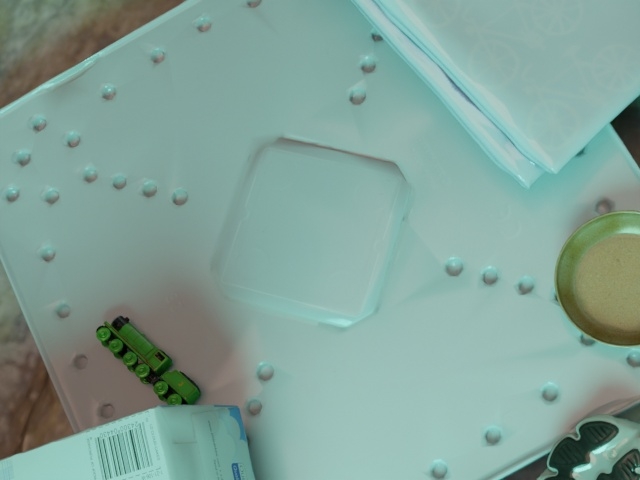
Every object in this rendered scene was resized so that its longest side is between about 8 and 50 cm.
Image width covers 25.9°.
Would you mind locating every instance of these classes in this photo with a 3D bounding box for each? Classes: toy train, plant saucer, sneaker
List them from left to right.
[{"bbox_3d":[-0.108,0.077,0.874,0.083,0.017,0.024,40,76,22],"label":"toy train"},{"bbox_3d":[0.137,0.173,0.814,0.170,0.071,0.068,-43,59,16],"label":"sneaker"},{"bbox_3d":[0.180,0.024,0.817,0.083,0.015,0.083,-4,73,12],"label":"plant saucer"}]

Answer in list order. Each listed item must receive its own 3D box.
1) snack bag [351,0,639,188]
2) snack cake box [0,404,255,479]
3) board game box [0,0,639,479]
[{"bbox_3d":[0.130,-0.255,0.882,0.323,0.037,0.342,-41,84,-14],"label":"snack bag"},{"bbox_3d":[-0.160,0.204,0.821,0.264,0.089,0.152,-20,75,26],"label":"snack cake box"},{"bbox_3d":[0.000,0.000,0.906,0.390,0.050,0.390,-30,68,4],"label":"board game box"}]
